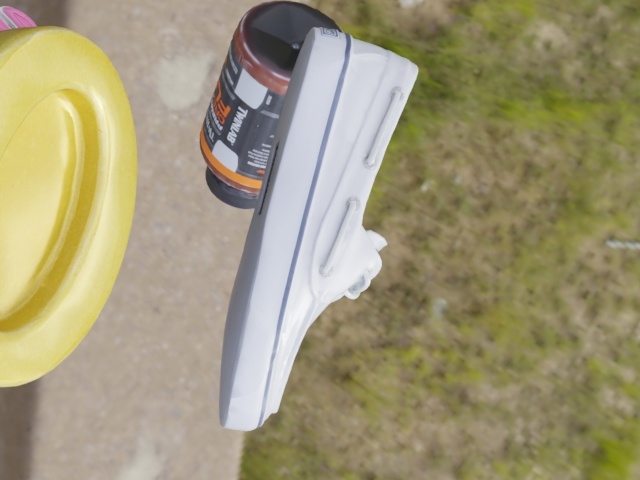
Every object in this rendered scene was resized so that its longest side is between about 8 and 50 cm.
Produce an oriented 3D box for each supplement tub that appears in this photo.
[{"bbox_3d":[-0.048,-0.113,1.265,0.106,0.106,0.198,-17,151,-31],"label":"supplement tub"}]

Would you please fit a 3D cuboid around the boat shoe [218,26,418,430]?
[{"bbox_3d":[0.000,0.000,0.880,0.084,0.095,0.258,15,95,-10],"label":"boat shoe"}]

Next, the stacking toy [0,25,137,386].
[{"bbox_3d":[-0.143,-0.136,0.449,0.279,0.130,0.309,53,51,-61],"label":"stacking toy"}]

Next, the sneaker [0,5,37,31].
[{"bbox_3d":[-0.235,-0.070,0.934,0.063,0.075,0.170,25,67,-31],"label":"sneaker"}]
